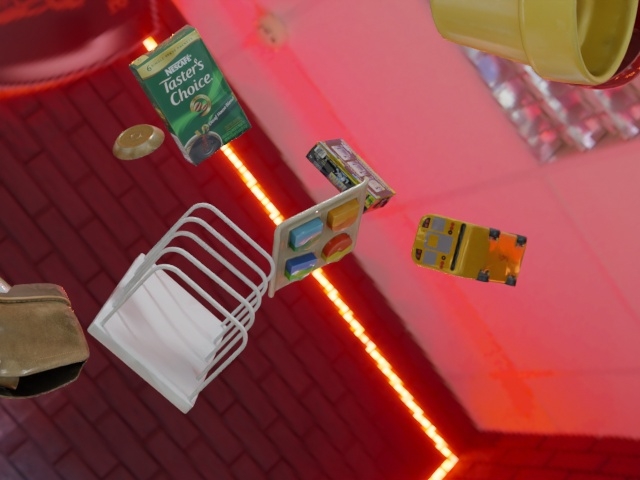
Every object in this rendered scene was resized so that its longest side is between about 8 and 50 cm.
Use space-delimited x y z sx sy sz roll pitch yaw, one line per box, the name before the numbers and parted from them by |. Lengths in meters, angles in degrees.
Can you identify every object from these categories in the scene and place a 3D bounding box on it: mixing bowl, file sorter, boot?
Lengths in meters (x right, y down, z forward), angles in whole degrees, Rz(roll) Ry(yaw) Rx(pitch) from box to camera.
mixing bowl | 0.446 -0.304 1.809 0.181 0.181 0.098 20 -3 43
file sorter | -0.200 0.090 1.814 0.193 0.278 0.173 42 -69 -10
boot | -0.395 0.124 1.310 0.115 0.305 0.112 54 -51 26

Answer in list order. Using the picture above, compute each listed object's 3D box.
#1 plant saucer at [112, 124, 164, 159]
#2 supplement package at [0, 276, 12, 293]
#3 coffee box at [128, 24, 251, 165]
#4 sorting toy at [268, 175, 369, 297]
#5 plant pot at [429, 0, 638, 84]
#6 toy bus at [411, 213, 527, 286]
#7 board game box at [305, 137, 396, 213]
plant saucer | -0.280 -0.154 1.781 0.083 0.083 0.015 23 -37 40
supplement package | -0.608 0.089 1.948 0.244 0.134 0.139 37 -8 21
coffee box | -0.193 -0.215 1.747 0.040 0.113 0.184 35 -23 56
sorting toy | 0.000 0.000 1.993 0.038 0.208 0.193 46 -28 24
plant pot | 0.296 -0.356 1.651 0.239 0.254 0.254 11 -43 33
toy bus | 0.307 0.022 2.332 0.130 0.108 0.332 14 2 27
board game box | 0.063 -0.134 2.401 0.170 0.141 0.048 46 -71 10
